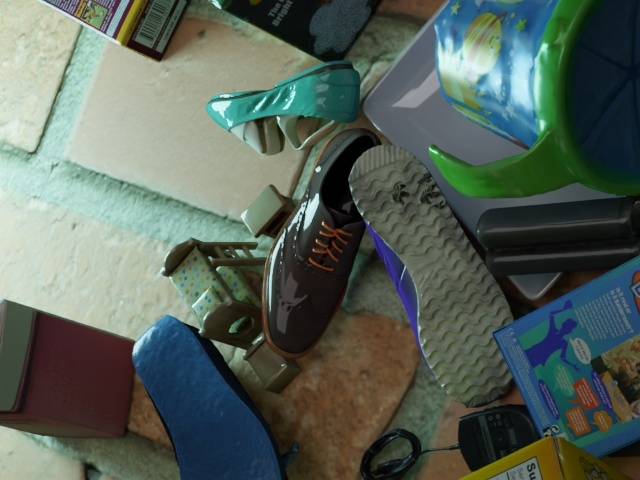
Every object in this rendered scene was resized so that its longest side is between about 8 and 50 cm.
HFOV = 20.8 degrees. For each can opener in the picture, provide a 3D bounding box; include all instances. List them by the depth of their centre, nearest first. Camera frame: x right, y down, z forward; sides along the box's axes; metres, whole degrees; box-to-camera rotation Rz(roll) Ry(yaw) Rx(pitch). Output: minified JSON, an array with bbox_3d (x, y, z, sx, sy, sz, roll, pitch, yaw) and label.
[{"bbox_3d":[0.299,-0.022,1.724,0.283,0.076,0.095,-5,37,25],"label":"can opener"}]

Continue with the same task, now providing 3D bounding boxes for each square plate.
[{"bbox_3d":[0.247,-0.165,1.857,0.344,0.049,0.347,-49,54,14],"label":"square plate"}]

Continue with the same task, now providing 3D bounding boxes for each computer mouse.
[{"bbox_3d":[0.141,0.218,1.834,0.242,0.041,0.071,-16,84,38],"label":"computer mouse"}]

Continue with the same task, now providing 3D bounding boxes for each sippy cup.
[{"bbox_3d":[0.237,-0.179,1.707,0.224,0.305,0.240,20,117,50],"label":"sippy cup"}]

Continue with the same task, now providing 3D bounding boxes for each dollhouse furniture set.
[{"bbox_3d":[-0.070,0.049,1.994,0.161,0.101,0.182,-48,54,15],"label":"dollhouse furniture set"}]

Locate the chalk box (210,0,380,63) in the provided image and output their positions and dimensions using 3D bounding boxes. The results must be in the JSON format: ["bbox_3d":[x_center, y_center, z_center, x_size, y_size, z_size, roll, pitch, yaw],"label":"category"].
[{"bbox_3d":[-0.068,-0.352,1.993,0.179,0.289,0.180,43,102,37],"label":"chalk box"}]

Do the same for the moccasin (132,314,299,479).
[{"bbox_3d":[-0.094,0.222,1.957,0.137,0.117,0.342,-33,54,12],"label":"moccasin"}]

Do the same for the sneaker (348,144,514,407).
[{"bbox_3d":[0.125,0.032,1.855,0.102,0.146,0.293,-24,91,2],"label":"sneaker"}]

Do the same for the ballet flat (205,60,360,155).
[{"bbox_3d":[-0.048,-0.144,2.037,0.247,0.083,0.087,-11,82,47],"label":"ballet flat"}]

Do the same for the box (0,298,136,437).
[{"bbox_3d":[-0.354,0.156,2.089,0.148,0.232,0.127,-3,74,36],"label":"box"}]

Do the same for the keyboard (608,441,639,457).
[{"bbox_3d":[0.403,0.099,1.674,0.317,0.033,0.201,-10,70,33],"label":"keyboard"}]

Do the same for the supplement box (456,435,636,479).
[{"bbox_3d":[0.147,0.364,1.664,0.356,0.195,0.194,-30,51,27],"label":"supplement box"}]

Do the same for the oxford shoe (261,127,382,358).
[{"bbox_3d":[0.000,0.000,1.939,0.097,0.098,0.271,17,86,-6],"label":"oxford shoe"}]

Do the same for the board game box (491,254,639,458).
[{"bbox_3d":[0.289,0.115,1.687,0.210,0.047,0.160,-30,78,33],"label":"board game box"}]

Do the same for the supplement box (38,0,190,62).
[{"bbox_3d":[-0.268,-0.317,2.265,0.188,0.081,0.104,31,96,38],"label":"supplement box"}]
